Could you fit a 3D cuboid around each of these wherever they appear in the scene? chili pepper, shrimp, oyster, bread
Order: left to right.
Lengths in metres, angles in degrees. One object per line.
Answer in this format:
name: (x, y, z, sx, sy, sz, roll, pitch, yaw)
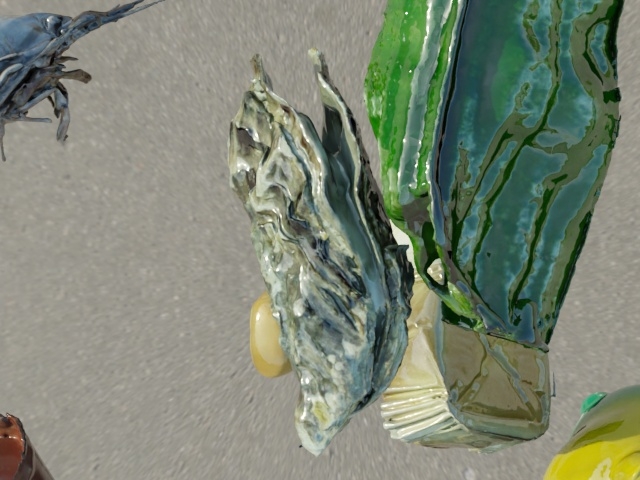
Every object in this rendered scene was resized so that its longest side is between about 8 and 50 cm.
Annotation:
shrimp: (-0.313, -0.168, 1.195, 0.343, 0.116, 0.145, -31, 91, -17)
bread: (-0.037, 0.129, 1.884, 0.098, 0.217, 0.147, 11, 118, 20)
oyster: (0.002, 0.005, 0.987, 0.158, 0.162, 0.351, -8, 86, 22)
bread: (0.154, 0.136, 1.292, 0.110, 0.210, 0.192, -22, 65, 43)
chili pepper: (0.127, -0.095, 0.932, 0.213, 0.167, 0.385, -3, 102, -29)

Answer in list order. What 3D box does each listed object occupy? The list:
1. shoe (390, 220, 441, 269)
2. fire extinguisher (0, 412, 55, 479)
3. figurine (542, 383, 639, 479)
shoe: (0.194, -0.040, 1.616, 0.342, 0.210, 0.132, -33, 96, 29)
fire extinguisher: (-0.209, 0.263, 0.819, 0.147, 0.106, 0.337, -4, 131, 16)
figurine: (0.381, 0.280, 1.373, 0.231, 0.340, 0.324, 43, 118, 20)
